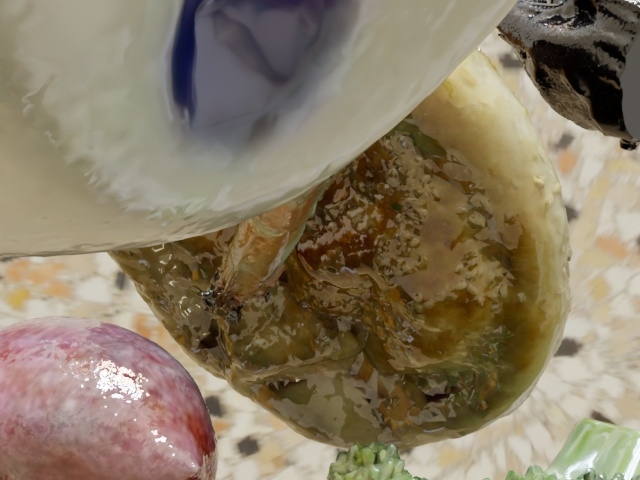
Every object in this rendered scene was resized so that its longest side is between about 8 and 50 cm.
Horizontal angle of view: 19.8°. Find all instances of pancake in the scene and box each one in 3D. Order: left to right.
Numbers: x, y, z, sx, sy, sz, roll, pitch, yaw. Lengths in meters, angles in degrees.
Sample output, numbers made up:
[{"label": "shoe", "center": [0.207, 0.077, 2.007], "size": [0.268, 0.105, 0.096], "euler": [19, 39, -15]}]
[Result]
[{"label": "pancake", "center": [0.001, -0.001, 1.299], "size": [0.387, 0.082, 0.387], "euler": [14, 128, 19]}]

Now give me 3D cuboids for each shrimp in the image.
[{"label": "shrimp", "center": [-0.028, -0.006, 1.189], "size": [0.043, 0.091, 0.184], "euler": [40, 121, 7]}]

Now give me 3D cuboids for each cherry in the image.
[{"label": "cherry", "center": [-0.159, 0.143, 1.245], "size": [0.175, 0.250, 0.192], "euler": [-43, 116, -30]}]

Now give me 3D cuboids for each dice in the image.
[{"label": "dice", "center": [-0.098, -0.190, 0.437], "size": [0.304, 0.304, 0.277], "euler": [33, 66, 28]}]

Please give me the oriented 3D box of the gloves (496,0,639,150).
[{"label": "gloves", "center": [0.172, -0.151, 1.319], "size": [0.181, 0.129, 0.106], "euler": [30, 89, 41]}]

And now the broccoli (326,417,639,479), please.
[{"label": "broccoli", "center": [0.109, 0.230, 1.224], "size": [0.249, 0.375, 0.302], "euler": [19, 59, -12]}]
